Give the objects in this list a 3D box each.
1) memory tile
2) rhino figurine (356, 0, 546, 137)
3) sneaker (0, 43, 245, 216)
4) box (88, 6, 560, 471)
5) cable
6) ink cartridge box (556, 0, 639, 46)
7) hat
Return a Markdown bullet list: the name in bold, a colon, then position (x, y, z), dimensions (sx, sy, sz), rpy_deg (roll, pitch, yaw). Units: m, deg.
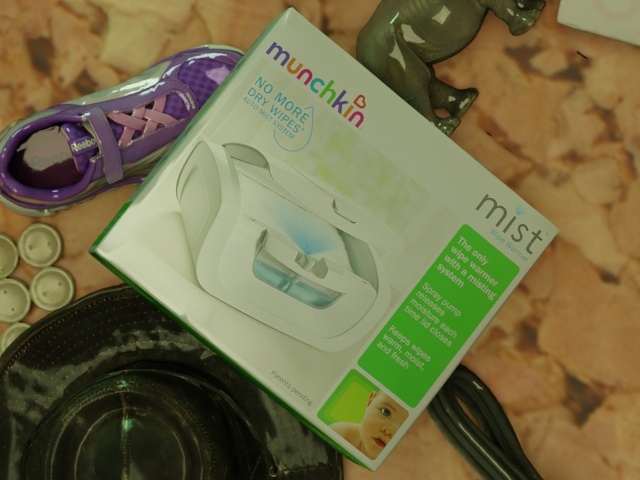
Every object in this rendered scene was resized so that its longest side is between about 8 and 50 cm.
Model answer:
- **memory tile**: position (-0.268, 0.054, 1.556), dimensions (0.148, 0.012, 0.113), rpy_deg (-17, 92, 5)
- **rhino figurine**: position (0.122, -0.199, 1.482), dimensions (0.106, 0.073, 0.243), rpy_deg (36, 93, -1)
- **sneaker**: position (-0.156, -0.082, 1.495), dimensions (0.236, 0.104, 0.095), rpy_deg (-21, 89, 4)
- **box**: position (0.000, 0.000, 1.433), dimensions (0.262, 0.127, 0.231), rpy_deg (40, 84, -7)
- **cable**: position (0.167, 0.224, 1.476), dimensions (0.287, 0.139, 0.072), rpy_deg (41, 128, 7)
- **ink cartridge box**: position (0.294, -0.249, 1.426), dimensions (0.189, 0.066, 0.232), rpy_deg (17, 120, 11)
- **hat**: position (-0.131, 0.199, 1.486), dimensions (0.331, 0.134, 0.331), rpy_deg (0, 93, 2)
